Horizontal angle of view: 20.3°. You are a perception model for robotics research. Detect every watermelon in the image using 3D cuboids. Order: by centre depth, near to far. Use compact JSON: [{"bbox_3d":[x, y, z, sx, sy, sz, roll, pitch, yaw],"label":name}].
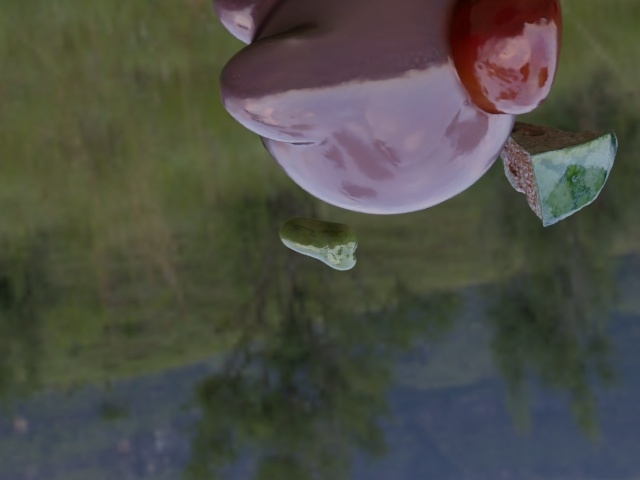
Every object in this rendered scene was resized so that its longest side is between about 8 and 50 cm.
[{"bbox_3d":[0.248,-0.081,2.074,0.158,0.097,0.121,14,-152,27],"label":"watermelon"}]

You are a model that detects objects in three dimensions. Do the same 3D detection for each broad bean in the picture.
[{"bbox_3d":[0.000,0.000,1.779,0.083,0.045,0.063,19,-161,17],"label":"broad bean"}]

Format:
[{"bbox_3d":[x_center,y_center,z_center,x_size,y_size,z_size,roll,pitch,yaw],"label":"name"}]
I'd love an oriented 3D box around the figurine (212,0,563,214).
[{"bbox_3d":[0.066,-0.130,1.391,0.261,0.211,0.269,-20,-142,7],"label":"figurine"}]
